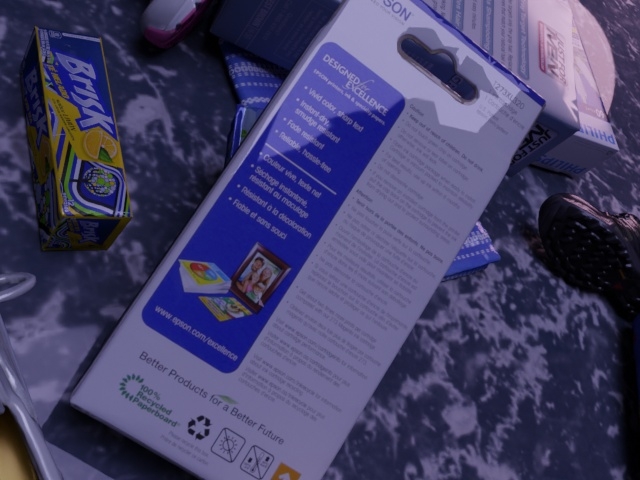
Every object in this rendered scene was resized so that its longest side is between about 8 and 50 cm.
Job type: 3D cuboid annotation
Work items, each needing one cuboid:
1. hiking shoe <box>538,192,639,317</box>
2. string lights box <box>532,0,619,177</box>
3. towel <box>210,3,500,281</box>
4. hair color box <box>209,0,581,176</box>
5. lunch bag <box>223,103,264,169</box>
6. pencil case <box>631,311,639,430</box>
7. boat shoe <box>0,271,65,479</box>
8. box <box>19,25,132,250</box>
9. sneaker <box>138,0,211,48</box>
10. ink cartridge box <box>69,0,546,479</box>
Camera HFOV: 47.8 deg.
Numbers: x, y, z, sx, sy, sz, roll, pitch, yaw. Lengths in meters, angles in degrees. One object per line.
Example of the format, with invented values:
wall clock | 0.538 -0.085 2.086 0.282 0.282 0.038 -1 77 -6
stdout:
hiking shoe | 0.343 0.005 0.872 0.227 0.086 0.114 35 36 -19
string lights box | 0.290 -0.221 0.959 0.133 0.077 0.260 10 58 -30
towel | 0.039 -0.108 0.751 0.243 0.040 0.336 -8 69 -36
hair color box | 0.091 -0.231 0.757 0.374 0.113 0.185 21 57 -20
lunch bag | -0.022 -0.021 0.601 0.128 0.096 0.151 7 76 -11
pencil case | 0.406 0.199 0.756 0.119 0.133 0.306 53 39 -43
boat shoe | -0.217 0.081 0.387 0.135 0.156 0.367 -17 75 -40
box | -0.193 -0.080 0.563 0.054 0.059 0.169 0 64 -36
sneaker | -0.134 -0.300 0.687 0.111 0.103 0.252 22 69 -21
ink cartridge box | 0.000 0.000 0.528 0.175 0.069 0.371 35 83 -12
